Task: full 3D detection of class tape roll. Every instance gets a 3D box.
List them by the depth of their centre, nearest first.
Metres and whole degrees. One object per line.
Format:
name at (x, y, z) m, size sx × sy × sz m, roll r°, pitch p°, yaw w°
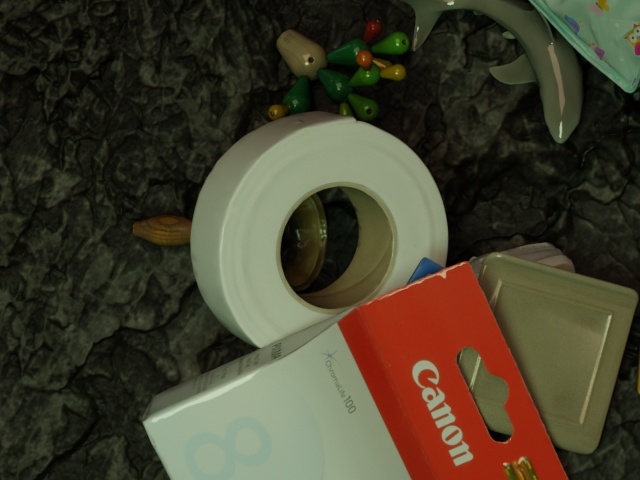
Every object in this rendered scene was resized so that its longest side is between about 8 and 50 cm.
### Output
tape roll at (0.000, 0.000, 1.682) m, size 0.286 × 0.286 × 0.100 m, roll -54°, pitch 25°, yaw -7°

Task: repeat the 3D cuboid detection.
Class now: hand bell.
hand bell at (-0.126, -0.007, 1.826) m, size 0.242 × 0.126 × 0.126 m, roll 2°, pitch 71°, yaw 29°

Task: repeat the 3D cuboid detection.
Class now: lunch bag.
lunch bag at (0.352, -0.336, 1.737) m, size 0.223 × 0.160 × 0.262 m, roll -33°, pitch 66°, yaw -31°

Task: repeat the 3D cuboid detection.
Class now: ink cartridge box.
ink cartridge box at (0.047, 0.239, 1.603) m, size 0.385 × 0.091 × 0.308 m, roll -24°, pitch 102°, yaw 6°

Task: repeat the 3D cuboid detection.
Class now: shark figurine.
shark figurine at (0.233, -0.263, 1.803) m, size 0.278 × 0.116 × 0.166 m, roll 38°, pitch 82°, yaw 21°

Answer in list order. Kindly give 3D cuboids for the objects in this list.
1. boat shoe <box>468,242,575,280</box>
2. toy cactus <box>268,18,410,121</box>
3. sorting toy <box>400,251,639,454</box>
boat shoe at (0.199, 0.042, 1.709) m, size 0.184 × 0.066 × 0.063 m, roll -19°, pitch 40°, yaw -11°
toy cactus at (0.003, -0.204, 1.856) m, size 0.219 × 0.112 × 0.180 m, roll -48°, pitch 57°, yaw 4°
sorting toy at (0.245, 0.126, 1.661) m, size 0.347 × 0.047 × 0.196 m, roll 15°, pitch 94°, yaw -5°
